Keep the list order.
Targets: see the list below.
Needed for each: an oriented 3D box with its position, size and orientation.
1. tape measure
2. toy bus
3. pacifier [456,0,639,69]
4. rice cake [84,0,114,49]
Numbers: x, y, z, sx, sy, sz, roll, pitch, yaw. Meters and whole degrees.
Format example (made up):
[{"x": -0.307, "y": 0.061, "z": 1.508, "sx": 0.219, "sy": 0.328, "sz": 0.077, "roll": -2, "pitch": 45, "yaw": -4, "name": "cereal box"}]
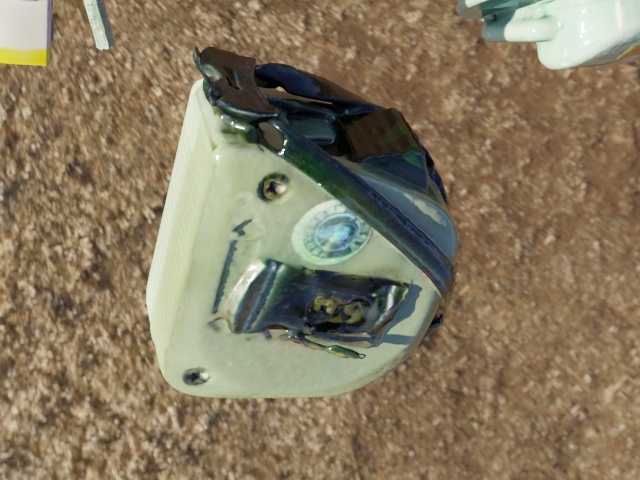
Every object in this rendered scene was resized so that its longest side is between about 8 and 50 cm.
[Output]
[{"x": 0.000, "y": 0.000, "z": 0.680, "sx": 0.207, "sy": 0.115, "sz": 0.235, "roll": 4, "pitch": 128, "yaw": -19, "name": "tape measure"}, {"x": -0.230, "y": -0.188, "z": 0.810, "sx": 0.052, "sy": 0.058, "sz": 0.102, "roll": 2, "pitch": 111, "yaw": -14, "name": "toy bus"}, {"x": 0.295, "y": -0.318, "z": 1.123, "sx": 0.343, "sy": 0.288, "sz": 0.269, "roll": -7, "pitch": 92, "yaw": -27, "name": "pacifier"}, {"x": -0.248, "y": -0.266, "z": 1.155, "sx": 0.022, "sy": 0.022, "sz": 0.121, "roll": 0, "pitch": 129, "yaw": 11, "name": "rice cake"}]
